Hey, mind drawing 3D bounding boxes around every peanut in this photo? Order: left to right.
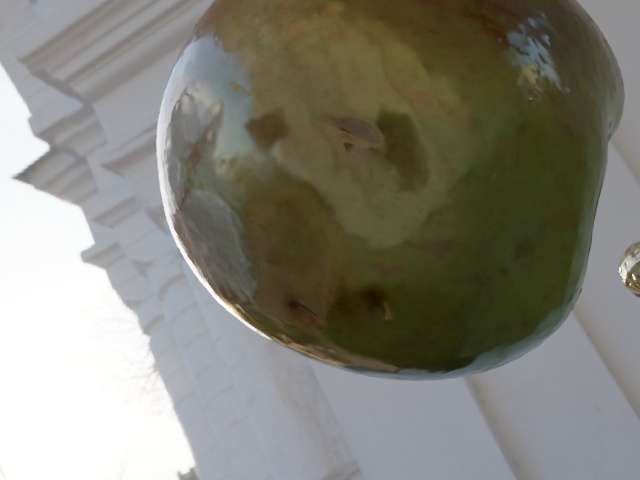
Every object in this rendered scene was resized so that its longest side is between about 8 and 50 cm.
[{"bbox_3d":[0.406,0.006,0.856,0.089,0.089,0.193,-18,-28,-24],"label":"peanut"}]

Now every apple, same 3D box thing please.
[{"bbox_3d":[0.061,-0.066,0.546,0.338,0.305,0.339,-44,-35,-42],"label":"apple"}]
